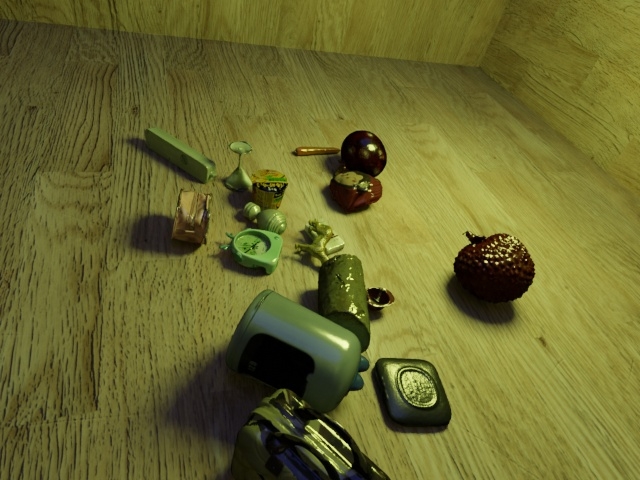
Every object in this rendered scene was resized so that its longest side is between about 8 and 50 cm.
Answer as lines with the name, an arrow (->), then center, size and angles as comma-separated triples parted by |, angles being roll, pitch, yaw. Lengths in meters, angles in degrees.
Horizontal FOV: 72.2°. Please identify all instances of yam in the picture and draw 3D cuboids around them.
yam -> 0.072, 0.195, 1.382 | 0.168, 0.168, 0.304 | 9, 41, -8

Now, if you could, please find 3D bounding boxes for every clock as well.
clock -> -0.243, 0.026, 1.543 | 0.210, 0.066, 0.159 | 14, 41, -1

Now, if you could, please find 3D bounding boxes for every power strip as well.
power strip -> -0.580, -0.357, 1.839 | 0.385, 0.091, 0.062 | 32, 41, 17

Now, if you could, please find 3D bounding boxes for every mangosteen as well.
mangosteen -> 0.168, -0.377, 2.016 | 0.261, 0.235, 0.235 | -34, 55, -2

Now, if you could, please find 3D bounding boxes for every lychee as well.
lychee -> 0.619, 0.089, 1.590 | 0.264, 0.264, 0.300 | -30, 80, -39

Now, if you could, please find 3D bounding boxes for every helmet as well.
helmet -> 0.188, 0.208, 1.483 | 0.111, 0.057, 0.089 | 2, 40, -15

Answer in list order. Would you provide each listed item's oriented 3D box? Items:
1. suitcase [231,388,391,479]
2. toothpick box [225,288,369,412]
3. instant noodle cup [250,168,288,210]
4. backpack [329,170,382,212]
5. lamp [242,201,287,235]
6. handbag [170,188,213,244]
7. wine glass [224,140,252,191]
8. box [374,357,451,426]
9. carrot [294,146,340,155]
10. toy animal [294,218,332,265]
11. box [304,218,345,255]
suitcase -> -0.029, 0.486, 0.902 | 0.351, 0.339, 0.194 | 35, 45, 20
toothpick box -> -0.041, 0.300, 1.182 | 0.354, 0.263, 0.263 | 26, 42, 8
instant noodle cup -> -0.211, -0.195, 1.753 | 0.151, 0.122, 0.151 | 10, 41, -9
backpack -> 0.162, -0.218, 1.886 | 0.229, 0.139, 0.229 | 0, 28, 0
lamp -> -0.209, -0.080, 1.652 | 0.193, 0.106, 0.106 | 27, 42, 28
handbag -> -0.444, -0.082, 1.523 | 0.116, 0.179, 0.205 | 10, 42, -17
wine glass -> -0.328, -0.306, 1.791 | 0.122, 0.183, 0.122 | 9, 40, -8
box -> 0.267, 0.434, 1.273 | 0.201, 0.042, 0.213 | 5, 43, -15
carrot -> -0.012, -0.436, 2.137 | 0.247, 0.043, 0.043 | -7, 46, -26
toy animal -> 0.000, 0.000, 1.607 | 0.136, 0.073, 0.181 | 18, 58, 15
box -> 0.014, -0.015, 1.684 | 0.084, 0.040, 0.154 | -19, 52, -32
